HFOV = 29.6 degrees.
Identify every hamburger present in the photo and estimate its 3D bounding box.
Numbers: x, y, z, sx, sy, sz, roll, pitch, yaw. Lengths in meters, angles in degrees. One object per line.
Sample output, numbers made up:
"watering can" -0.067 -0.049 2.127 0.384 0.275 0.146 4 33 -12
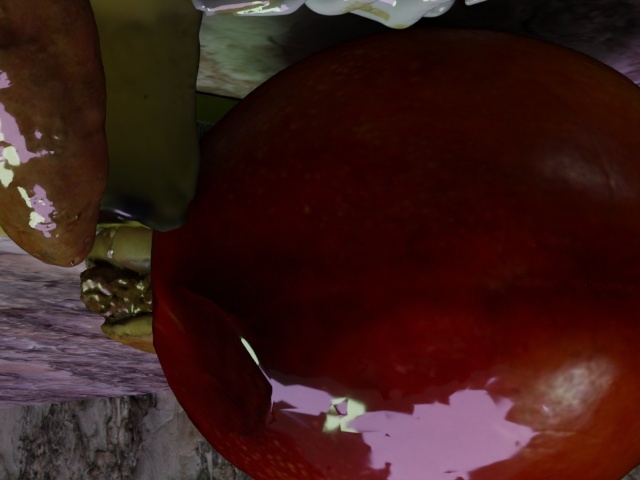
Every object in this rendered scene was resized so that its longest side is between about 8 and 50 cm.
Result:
"hamburger" -0.174 0.061 1.390 0.245 0.155 0.282 10 166 -31

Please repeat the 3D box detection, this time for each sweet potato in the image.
"sweet potato" -0.151 -0.095 0.580 0.097 0.251 0.097 -9 -155 4

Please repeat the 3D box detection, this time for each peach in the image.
"peach" 0.067 0.027 0.838 0.388 0.388 0.388 -2 167 0

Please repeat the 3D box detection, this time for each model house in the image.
"model house" -0.216 -0.093 0.753 0.193 0.174 0.234 10 173 -44

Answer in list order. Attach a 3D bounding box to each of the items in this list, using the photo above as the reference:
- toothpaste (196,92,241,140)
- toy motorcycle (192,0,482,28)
"toothpaste" -0.016 -0.059 1.068 0.327 0.077 0.110 6 162 -32
"toy motorcycle" 0.040 -0.162 0.646 0.229 0.074 0.151 -11 161 0
